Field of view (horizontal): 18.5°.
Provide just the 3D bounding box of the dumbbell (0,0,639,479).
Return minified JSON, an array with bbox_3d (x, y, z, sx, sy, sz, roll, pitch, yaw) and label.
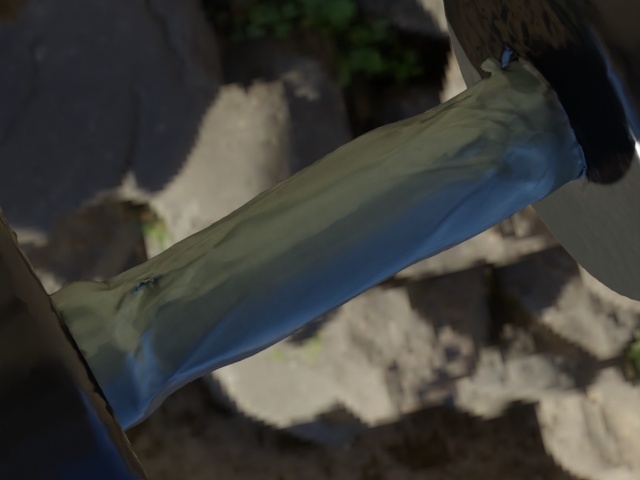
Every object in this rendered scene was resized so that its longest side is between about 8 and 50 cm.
[{"bbox_3d":[0.000,0.000,0.430,0.191,0.100,0.100,-29,165,-10],"label":"dumbbell"}]
